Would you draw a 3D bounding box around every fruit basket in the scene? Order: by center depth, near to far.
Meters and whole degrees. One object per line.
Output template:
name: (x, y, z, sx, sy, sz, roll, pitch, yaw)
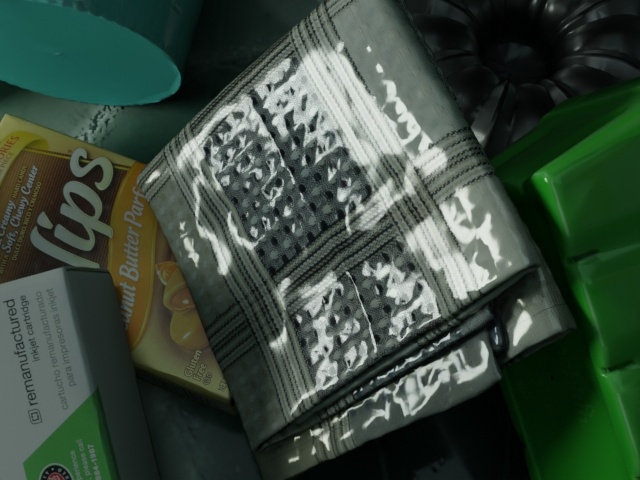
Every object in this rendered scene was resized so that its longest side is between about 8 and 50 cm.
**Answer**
fruit basket: (0.320, 0.037, 0.777, 0.392, 0.283, 0.392, 1, 87, -19)

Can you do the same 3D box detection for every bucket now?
bucket: (-0.239, -0.260, 0.909, 0.281, 0.281, 0.183, 8, 76, 2)

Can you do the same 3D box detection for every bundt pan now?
bundt pan: (0.200, -0.183, 0.963, 0.331, 0.124, 0.331, 0, 69, 0)

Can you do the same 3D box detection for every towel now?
towel: (0.000, 0.000, 0.729, 0.312, 0.056, 0.324, -35, 71, 30)

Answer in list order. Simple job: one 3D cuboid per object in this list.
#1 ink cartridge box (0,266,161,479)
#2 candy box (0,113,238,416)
ink cartridge box: (-0.300, 0.158, 0.764, 0.289, 0.121, 0.211, -16, 86, 4)
candy box: (-0.191, 0.022, 0.889, 0.316, 0.087, 0.183, 21, 70, 6)
